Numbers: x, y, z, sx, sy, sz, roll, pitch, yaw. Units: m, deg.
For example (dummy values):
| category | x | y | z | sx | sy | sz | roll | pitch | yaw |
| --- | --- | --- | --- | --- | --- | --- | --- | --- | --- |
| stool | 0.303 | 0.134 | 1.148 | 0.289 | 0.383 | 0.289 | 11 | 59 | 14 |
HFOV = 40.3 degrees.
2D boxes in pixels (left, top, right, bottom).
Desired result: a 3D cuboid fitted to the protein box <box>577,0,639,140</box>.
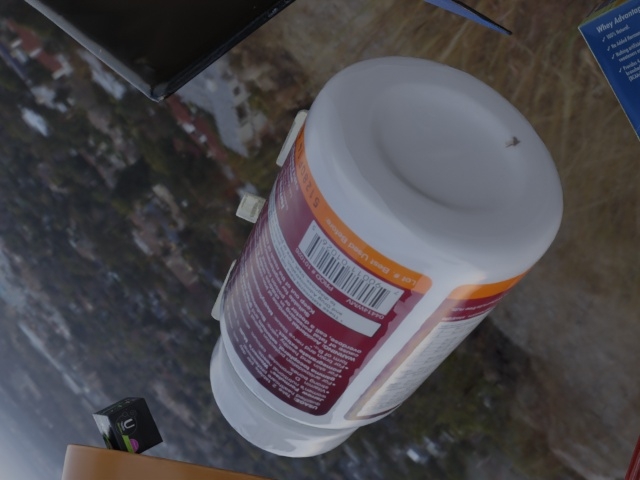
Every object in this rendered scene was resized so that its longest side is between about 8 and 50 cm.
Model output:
| category | x | y | z | sx | sy | sz | roll | pitch | yaw |
| --- | --- | --- | --- | --- | --- | --- | --- | --- | --- |
| protein box | 0.462 | -0.237 | 1.067 | 0.200 | 0.136 | 0.201 | -26 | 102 | 35 |

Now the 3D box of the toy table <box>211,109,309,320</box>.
| category | x | y | z | sx | sy | sz | roll | pitch | yaw |
| --- | --- | --- | --- | --- | --- | --- | --- | --- | --- |
| toy table | 0.000 | 0.000 | 0.971 | 0.161 | 0.252 | 0.274 | 23 | 167 | 4 |

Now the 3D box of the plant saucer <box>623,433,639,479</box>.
| category | x | y | z | sx | sy | sz | roll | pitch | yaw |
| --- | --- | --- | --- | --- | --- | --- | --- | --- | --- |
| plant saucer | 0.317 | 0.161 | 0.641 | 0.048 | 0.259 | 0.258 | 29 | 165 | -12 |

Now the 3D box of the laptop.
| category | x | y | z | sx | sy | sz | roll | pitch | yaw |
| --- | --- | --- | --- | --- | --- | --- | --- | --- | --- |
| laptop | -0.068 | -0.272 | 1.042 | 0.382 | 0.408 | 0.236 | 38 | 164 | 45 |

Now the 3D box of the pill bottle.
| category | x | y | z | sx | sy | sz | roll | pitch | yaw |
| --- | --- | --- | --- | --- | --- | --- | --- | --- | --- |
| pill bottle | 0.017 | 0.023 | 0.451 | 0.121 | 0.121 | 0.221 | 43 | 140 | 10 |

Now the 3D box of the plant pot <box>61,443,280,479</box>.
| category | x | y | z | sx | sy | sz | roll | pitch | yaw |
| --- | --- | --- | --- | --- | --- | --- | --- | --- | --- |
| plant pot | -0.203 | 0.388 | 1.122 | 0.291 | 0.203 | 0.291 | 9 | 162 | 3 |

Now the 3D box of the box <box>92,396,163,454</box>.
| category | x | y | z | sx | sy | sz | roll | pitch | yaw |
| --- | --- | --- | --- | --- | --- | --- | --- | --- | --- |
| box | -0.241 | 0.233 | 1.086 | 0.083 | 0.052 | 0.062 | -18 | 96 | 61 |
